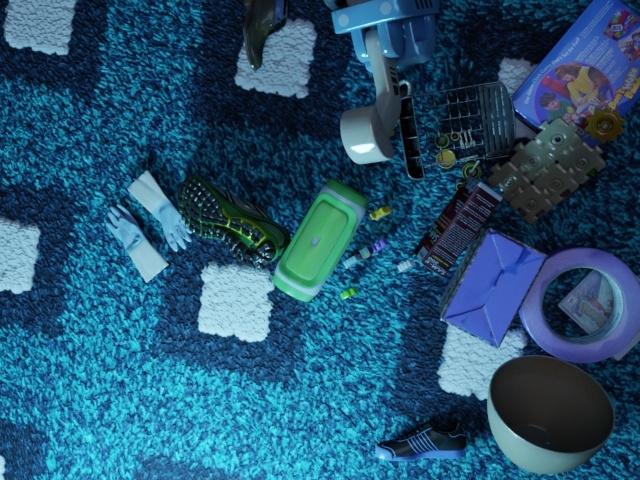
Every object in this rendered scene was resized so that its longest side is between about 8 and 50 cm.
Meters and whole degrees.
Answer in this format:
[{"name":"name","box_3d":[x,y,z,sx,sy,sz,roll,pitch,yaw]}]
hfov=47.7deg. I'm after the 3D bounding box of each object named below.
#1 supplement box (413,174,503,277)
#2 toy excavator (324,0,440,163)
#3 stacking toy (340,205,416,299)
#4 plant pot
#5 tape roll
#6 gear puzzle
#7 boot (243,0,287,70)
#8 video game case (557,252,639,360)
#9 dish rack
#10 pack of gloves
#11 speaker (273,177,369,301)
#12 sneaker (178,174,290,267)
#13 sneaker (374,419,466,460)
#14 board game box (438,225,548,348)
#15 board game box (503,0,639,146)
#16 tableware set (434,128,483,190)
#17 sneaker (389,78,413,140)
[{"name":"supplement box","box_3d":[0.330,-0.036,1.758,0.073,0.130,0.239,33,99,-8]},{"name":"toy excavator","box_3d":[0.153,-0.432,1.654,0.223,0.433,0.444,-7,105,32]},{"name":"stacking toy","box_3d":[0.114,0.034,1.842,0.221,0.052,0.166,-28,79,15]},{"name":"plant pot","box_3d":[0.523,0.440,1.717,0.284,0.284,0.190,11,129,7]},{"name":"tape roll","box_3d":[0.619,0.150,1.733,0.275,0.090,0.274,0,92,8]},{"name":"gear puzzle","box_3d":[0.564,-0.199,1.708,0.175,0.044,0.339,45,125,0]},{"name":"boot","box_3d":[-0.136,-0.543,1.837,0.106,0.082,0.219,-2,90,11]},{"name":"video game case","box_3d":[0.721,0.163,1.777,0.201,0.023,0.183,44,97,4]},{"name":"dish rack","box_3d":[0.330,-0.270,1.738,0.272,0.074,0.208,-8,112,11]},{"name":"pack of gloves","box_3d":[-0.453,-0.038,1.932,0.195,0.046,0.232,-40,82,16]},{"name":"speaker","box_3d":[0.000,0.000,1.789,0.131,0.131,0.296,31,98,6]},{"name":"sneaker","box_3d":[-0.227,-0.054,1.857,0.344,0.146,0.134,37,118,19]},{"name":"sneaker","box_3d":[0.252,0.503,1.832,0.233,0.081,0.090,-3,89,1]},{"name":"board game box","box_3d":[0.391,0.097,1.684,0.141,0.291,0.232,27,95,7]},{"name":"board game box","box_3d":[0.646,-0.388,1.736,0.233,0.078,0.347,40,97,4]},{"name":"tableware set","box_3d":[0.345,-0.200,1.813,0.104,0.024,0.154,-13,91,9]},{"name":"sneaker","box_3d":[0.172,-0.317,1.802,0.070,0.084,0.185,25,95,6]}]
